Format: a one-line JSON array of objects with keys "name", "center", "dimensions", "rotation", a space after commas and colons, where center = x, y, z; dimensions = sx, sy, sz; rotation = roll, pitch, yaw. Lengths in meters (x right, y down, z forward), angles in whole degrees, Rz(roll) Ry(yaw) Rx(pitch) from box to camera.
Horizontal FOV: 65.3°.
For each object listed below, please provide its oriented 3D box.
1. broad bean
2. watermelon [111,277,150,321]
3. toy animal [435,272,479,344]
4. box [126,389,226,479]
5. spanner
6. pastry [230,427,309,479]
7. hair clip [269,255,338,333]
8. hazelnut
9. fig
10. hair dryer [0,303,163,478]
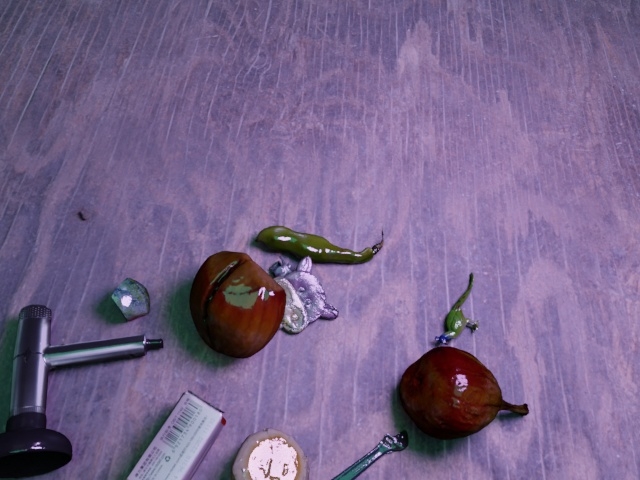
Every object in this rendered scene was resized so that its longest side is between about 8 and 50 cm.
[{"name": "broad bean", "center": [0.001, 0.010, 1.203], "dimensions": [0.318, 0.056, 0.098], "rotation": [2, 57, -13]}, {"name": "watermelon", "center": [-0.417, 0.133, 1.074], "dimensions": [0.072, 0.092, 0.084], "rotation": [-41, 61, 17]}, {"name": "toy animal", "center": [0.347, 0.171, 1.179], "dimensions": [0.075, 0.041, 0.217], "rotation": [33, 60, 10]}, {"name": "box", "center": [-0.265, 0.385, 0.936], "dimensions": [0.099, 0.133, 0.182], "rotation": [29, 66, 6]}, {"name": "spanner", "center": [0.097, 0.453, 1.019], "dimensions": [0.208, 0.012, 0.046], "rotation": [-29, 72, -20]}, {"name": "pastry", "center": [-0.094, 0.441, 0.944], "dimensions": [0.166, 0.088, 0.166], "rotation": [12, 49, -14]}, {"name": "hair clip", "center": [-0.062, 0.122, 1.138], "dimensions": [0.146, 0.056, 0.187], "rotation": [-27, 73, -12]}, {"name": "hazelnut", "center": [-0.181, 0.137, 1.039], "dimensions": [0.212, 0.181, 0.181], "rotation": [31, 66, 29]}, {"name": "fig", "center": [0.311, 0.307, 1.049], "dimensions": [0.290, 0.190, 0.191], "rotation": [-5, 64, -29]}, {"name": "hair dryer", "center": [-0.472, 0.266, 0.960], "dimensions": [0.284, 0.156, 0.320], "rotation": [-6, 56, 0]}]
